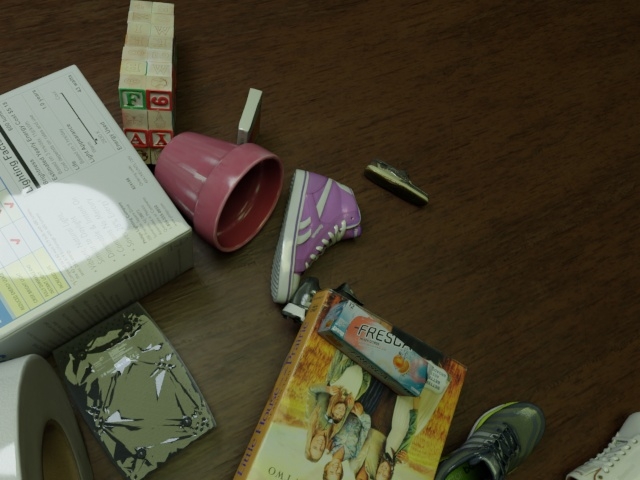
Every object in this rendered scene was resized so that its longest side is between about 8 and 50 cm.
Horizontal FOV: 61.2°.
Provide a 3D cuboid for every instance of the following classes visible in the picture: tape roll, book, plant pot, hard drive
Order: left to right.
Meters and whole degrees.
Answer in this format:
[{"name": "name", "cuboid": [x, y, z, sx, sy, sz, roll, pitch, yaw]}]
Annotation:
[{"name": "tape roll", "cuboid": [-0.350, 0.337, 0.681, 0.072, 0.392, 0.392, -15, 73, -18]}, {"name": "hard drive", "cuboid": [-0.308, 0.249, 0.905, 0.172, 0.054, 0.254, -32, 79, -21]}, {"name": "plant pot", "cuboid": [-0.197, -0.106, 1.006, 0.180, 0.201, 0.201, 30, 65, 18]}, {"name": "book", "cuboid": [-0.144, -0.218, 1.075, 0.035, 0.144, 0.096, 16, 66, -6]}]

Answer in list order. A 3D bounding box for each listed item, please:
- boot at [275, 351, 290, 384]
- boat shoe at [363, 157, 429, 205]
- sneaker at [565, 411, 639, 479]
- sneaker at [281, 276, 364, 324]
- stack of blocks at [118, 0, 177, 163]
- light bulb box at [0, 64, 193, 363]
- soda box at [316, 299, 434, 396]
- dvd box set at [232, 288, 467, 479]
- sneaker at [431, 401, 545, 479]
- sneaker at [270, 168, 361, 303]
[{"name": "boot", "cuboid": [-0.026, 0.327, 0.926, 0.123, 0.095, 0.258, 15, 74, -13]}, {"name": "boat shoe", "cuboid": [0.169, -0.128, 1.156, 0.152, 0.056, 0.049, 31, 71, 1]}, {"name": "sneaker", "cuboid": [0.534, 0.424, 0.990, 0.123, 0.106, 0.290, 35, 67, 0]}, {"name": "sneaker", "cuboid": [0.051, 0.136, 0.992, 0.234, 0.078, 0.106, 26, 77, -15]}, {"name": "stack of blocks", "cuboid": [-0.328, -0.311, 1.055, 0.087, 0.171, 0.297, 0, 51, -13]}, {"name": "light bulb box", "cuboid": [-0.458, -0.028, 0.888, 0.361, 0.225, 0.358, -33, 80, -21]}, {"name": "soda box", "cuboid": [0.086, 0.172, 0.857, 0.183, 0.063, 0.058, 38, 66, -11]}, {"name": "dvd box set", "cuboid": [0.046, 0.331, 0.869, 0.308, 0.062, 0.420, 31, 67, -14]}, {"name": "sneaker", "cuboid": [0.294, 0.385, 0.945, 0.300, 0.121, 0.111, -31, 79, -21]}, {"name": "sneaker", "cuboid": [0.000, -0.001, 1.048, 0.161, 0.102, 0.282, 16, 67, -10]}]
